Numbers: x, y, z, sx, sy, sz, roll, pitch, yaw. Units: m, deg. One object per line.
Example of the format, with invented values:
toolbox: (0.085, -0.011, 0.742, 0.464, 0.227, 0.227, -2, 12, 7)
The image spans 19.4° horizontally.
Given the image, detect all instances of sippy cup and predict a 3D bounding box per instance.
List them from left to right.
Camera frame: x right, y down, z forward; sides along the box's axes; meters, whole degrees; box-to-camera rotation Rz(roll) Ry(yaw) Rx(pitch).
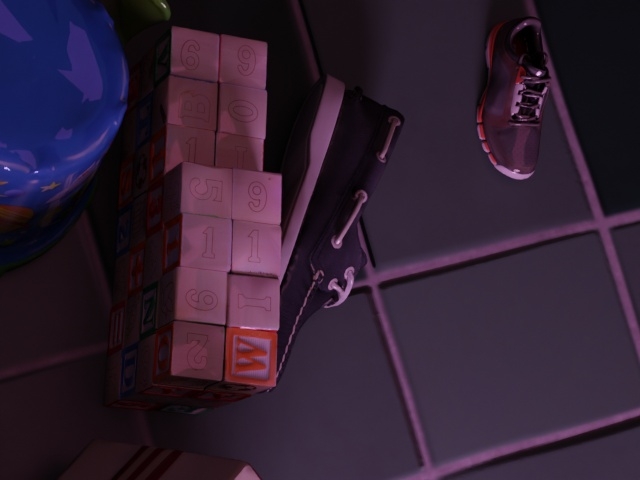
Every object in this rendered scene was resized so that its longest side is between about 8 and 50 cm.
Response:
sippy cup: (-0.257, -0.104, 1.451, 0.240, 0.224, 0.306, 18, 71, -19)

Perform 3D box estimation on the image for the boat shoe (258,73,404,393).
boat shoe: (0.000, 0.000, 1.603, 0.091, 0.114, 0.303, 22, 70, -12)

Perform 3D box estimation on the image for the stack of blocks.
stack of blocks: (-0.102, -0.017, 1.529, 0.087, 0.171, 0.297, 8, 74, -22)

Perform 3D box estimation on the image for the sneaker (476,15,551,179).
sneaker: (0.185, -0.137, 1.745, 0.061, 0.065, 0.158, 3, 76, -23)

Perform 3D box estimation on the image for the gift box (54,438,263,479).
gift box: (-0.141, 0.325, 1.392, 0.258, 0.276, 0.255, -48, 112, -29)
